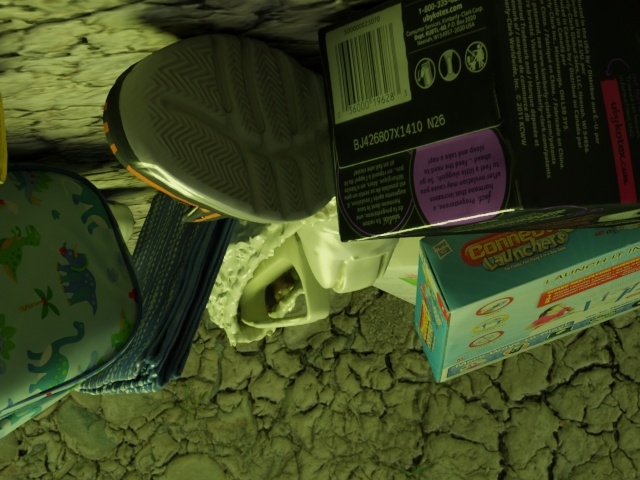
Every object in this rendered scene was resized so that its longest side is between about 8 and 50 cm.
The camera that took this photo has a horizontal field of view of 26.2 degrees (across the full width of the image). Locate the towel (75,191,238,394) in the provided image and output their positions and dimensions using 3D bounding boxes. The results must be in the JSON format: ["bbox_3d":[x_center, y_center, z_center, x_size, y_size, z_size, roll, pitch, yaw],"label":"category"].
[{"bbox_3d":[-0.159,0.033,1.339,0.040,0.243,0.336,25,164,-17],"label":"towel"}]

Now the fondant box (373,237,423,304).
[{"bbox_3d":[0.202,0.032,1.837,0.238,0.096,0.330,0,166,32],"label":"fondant box"}]

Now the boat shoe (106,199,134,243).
[{"bbox_3d":[-0.266,0.008,1.556,0.084,0.095,0.258,0,174,-19],"label":"boat shoe"}]

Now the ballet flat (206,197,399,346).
[{"bbox_3d":[0.000,0.000,1.264,0.147,0.147,0.409,-4,162,-28],"label":"ballet flat"}]

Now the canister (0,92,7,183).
[{"bbox_3d":[-0.291,-0.069,0.858,0.170,0.073,0.126,-5,173,-4],"label":"canister"}]

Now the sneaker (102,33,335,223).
[{"bbox_3d":[-0.069,-0.058,0.967,0.180,0.125,0.321,-12,172,35],"label":"sneaker"}]

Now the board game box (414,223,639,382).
[{"bbox_3d":[0.261,0.034,1.526,0.308,0.086,0.302,-20,161,-5],"label":"board game box"}]

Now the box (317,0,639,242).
[{"bbox_3d":[0.155,-0.082,0.888,0.270,0.143,0.165,-3,175,-39],"label":"box"}]

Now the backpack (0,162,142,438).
[{"bbox_3d":[-0.331,0.062,1.191,0.273,0.290,0.355,-26,172,27],"label":"backpack"}]
